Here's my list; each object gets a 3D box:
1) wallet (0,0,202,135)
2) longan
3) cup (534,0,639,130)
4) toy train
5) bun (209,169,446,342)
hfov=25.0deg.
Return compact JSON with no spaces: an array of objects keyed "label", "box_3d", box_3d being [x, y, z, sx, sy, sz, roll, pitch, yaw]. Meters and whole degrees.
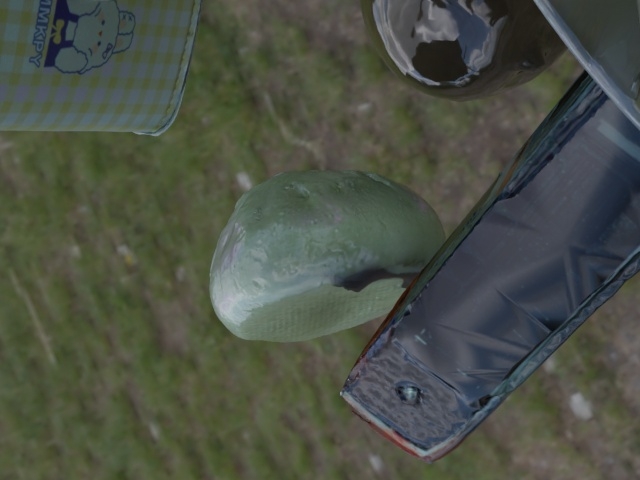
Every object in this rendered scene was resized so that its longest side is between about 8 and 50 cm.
[{"label":"wallet","box_3d":[-0.210,-0.189,1.170,0.077,0.309,0.223,21,103,26]},{"label":"longan","box_3d":[0.179,-0.303,1.697,0.297,0.297,0.297,41,143,41]},{"label":"cup","box_3d":[0.214,-0.196,0.430,0.237,0.327,0.323,57,180,5]},{"label":"toy train","box_3d":[0.140,-0.019,0.795,0.086,0.089,0.409,34,133,-1]},{"label":"bun","box_3d":[0.000,0.000,1.629,0.283,0.283,0.179,135,124,-61]}]
